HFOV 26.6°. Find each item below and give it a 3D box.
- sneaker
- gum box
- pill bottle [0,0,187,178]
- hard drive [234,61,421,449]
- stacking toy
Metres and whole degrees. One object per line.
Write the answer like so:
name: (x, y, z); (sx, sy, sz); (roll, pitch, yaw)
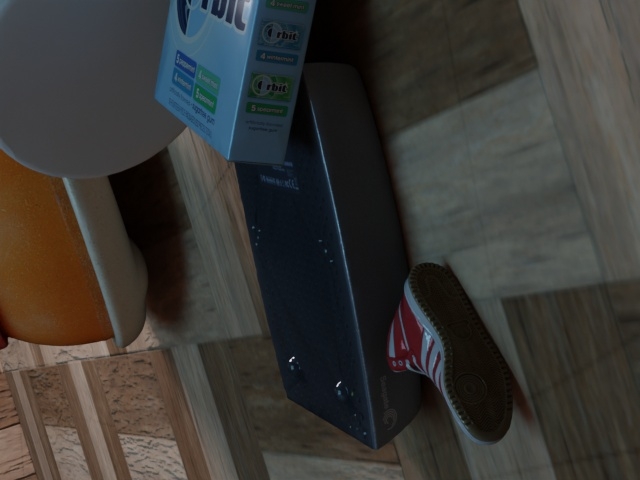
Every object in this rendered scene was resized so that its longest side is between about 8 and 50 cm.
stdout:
sneaker: (0.075, 0.079, 0.812); (0.067, 0.042, 0.118); (112, 144, -53)
gum box: (-0.050, -0.157, 0.858); (0.157, 0.041, 0.184); (-140, 58, -60)
pill bottle: (-0.246, -0.227, 1.120); (0.392, 0.224, 0.224); (50, 149, 46)
hard drive: (0.000, 0.000, 0.921); (0.172, 0.054, 0.254); (16, 119, 65)
stacking toy: (-0.444, 0.014, 1.394); (0.350, 0.480, 0.350); (160, 90, -78)
